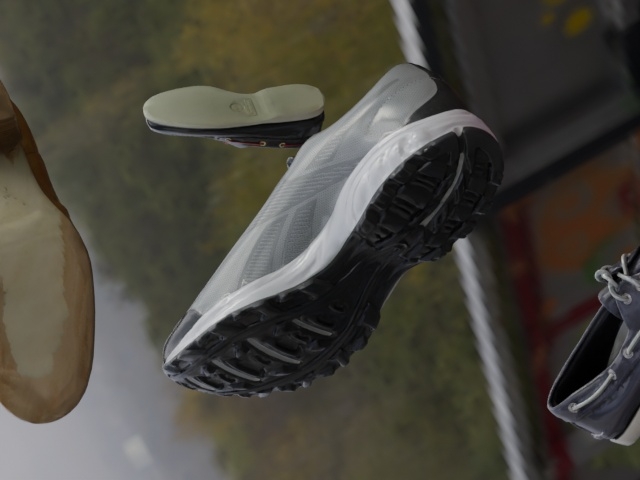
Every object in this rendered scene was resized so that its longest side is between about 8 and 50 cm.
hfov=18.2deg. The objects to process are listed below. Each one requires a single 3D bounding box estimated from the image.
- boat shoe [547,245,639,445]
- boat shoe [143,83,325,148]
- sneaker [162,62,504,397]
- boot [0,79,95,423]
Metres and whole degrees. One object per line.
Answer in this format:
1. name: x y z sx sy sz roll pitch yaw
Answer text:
1. boat shoe: 0.207 0.044 1.298 0.075 0.065 0.206 -87 15 -59
2. boat shoe: -0.063 -0.086 1.455 0.049 0.133 0.042 -102 13 -46
3. sneaker: 0.000 0.000 1.264 0.100 0.271 0.108 28 -154 -41
4. boot: -0.240 0.017 1.580 0.211 0.104 0.295 108 147 -74
